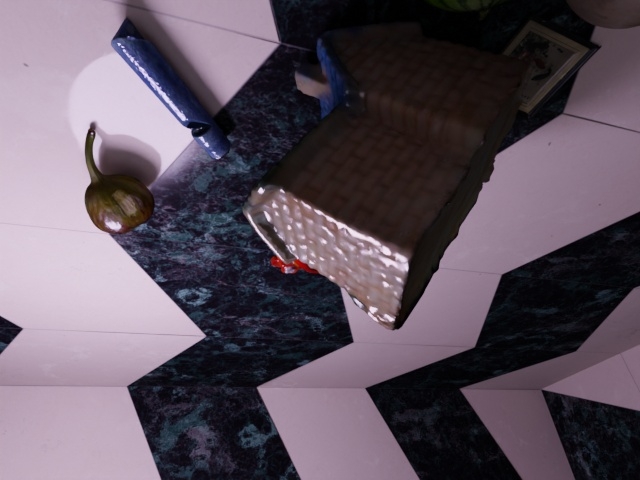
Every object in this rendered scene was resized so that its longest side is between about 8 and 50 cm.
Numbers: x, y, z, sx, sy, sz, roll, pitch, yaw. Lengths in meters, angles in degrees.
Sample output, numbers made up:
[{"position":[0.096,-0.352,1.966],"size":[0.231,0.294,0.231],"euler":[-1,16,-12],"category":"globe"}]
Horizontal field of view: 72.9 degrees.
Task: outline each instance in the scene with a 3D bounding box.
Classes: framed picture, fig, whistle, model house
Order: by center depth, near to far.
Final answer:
[{"position":[0.089,-0.132,0.832],"size":[0.400,0.445,0.395],"euler":[29,155,18],"category":"model house"},{"position":[-0.279,-0.278,0.842],"size":[0.062,0.062,0.304],"euler":[-18,143,16],"category":"whistle"},{"position":[0.432,-0.347,0.895],"size":[0.195,0.010,0.199],"euler":[11,142,-22],"category":"framed picture"},{"position":[-0.477,-0.128,0.974],"size":[0.149,0.149,0.245],"euler":[-9,133,4],"category":"fig"}]

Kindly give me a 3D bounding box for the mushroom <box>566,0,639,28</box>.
[{"position":[0.478,-0.412,0.549],"size":[0.290,0.297,0.297],"euler":[24,141,2],"category":"mushroom"}]

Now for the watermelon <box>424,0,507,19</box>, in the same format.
[{"position":[0.208,-0.426,0.557],"size":[0.242,0.242,0.242],"euler":[-4,145,-3],"category":"watermelon"}]

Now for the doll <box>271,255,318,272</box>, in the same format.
[{"position":[0.000,0.001,1.188],"size":[0.363,0.160,0.182],"euler":[-26,139,30],"category":"doll"}]
